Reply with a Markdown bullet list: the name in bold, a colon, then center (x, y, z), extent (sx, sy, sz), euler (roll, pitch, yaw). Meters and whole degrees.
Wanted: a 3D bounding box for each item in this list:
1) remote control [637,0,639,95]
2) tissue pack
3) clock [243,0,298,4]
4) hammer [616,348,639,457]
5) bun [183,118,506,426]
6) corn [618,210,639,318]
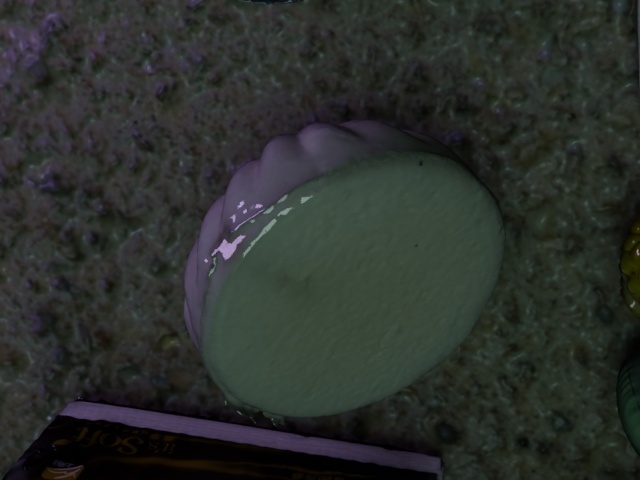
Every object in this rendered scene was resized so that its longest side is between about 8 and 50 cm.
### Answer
- **remote control**: center (0.279, -0.239, 0.791), extent (0.090, 0.038, 0.309), euler (-2, 109, 9)
- **tissue pack**: center (-0.085, 0.276, 0.938), extent (0.370, 0.198, 0.210), euler (7, 114, 6)
- **clock**: center (-0.038, -0.293, 0.817), extent (0.215, 0.042, 0.215), euler (3, 109, 8)
- **hammer**: center (0.397, 0.203, 0.897), extent (0.206, 0.119, 0.335), euler (-25, 110, 17)
- **bun**: center (0.000, 0.000, 0.859), extent (0.263, 0.175, 0.263), euler (-15, 133, -17)
- **corn**: center (0.378, -0.059, 0.795), extent (0.363, 0.120, 0.120), euler (-40, 99, 20)
